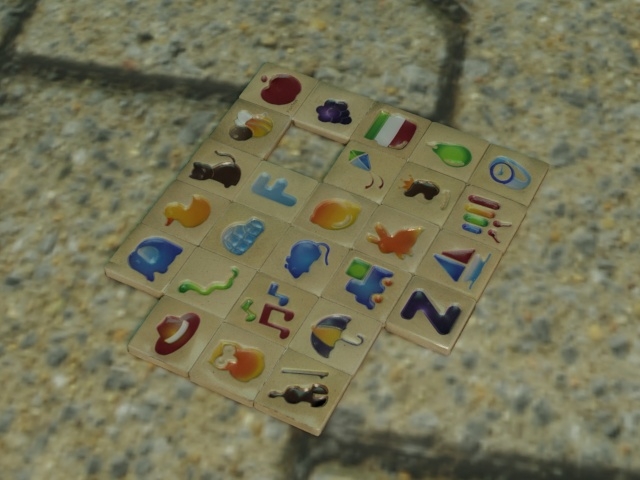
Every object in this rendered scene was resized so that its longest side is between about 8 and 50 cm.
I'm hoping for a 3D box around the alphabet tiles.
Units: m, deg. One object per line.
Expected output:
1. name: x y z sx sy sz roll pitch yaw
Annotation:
1. alphabet tiles: 0.000 0.000 0.779 0.198 0.009 0.237 22 53 16
